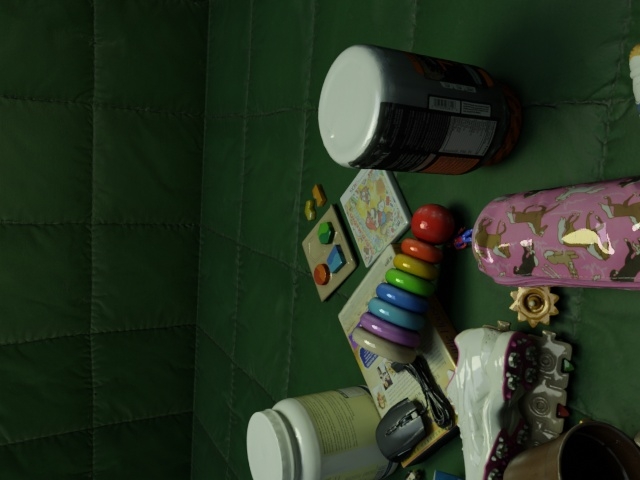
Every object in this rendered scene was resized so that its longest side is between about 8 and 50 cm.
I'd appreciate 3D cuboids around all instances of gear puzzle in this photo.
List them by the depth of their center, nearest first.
[{"bbox_3d":[0.361,0.231,0.967,0.175,0.044,0.338,9,98,40],"label":"gear puzzle"}]

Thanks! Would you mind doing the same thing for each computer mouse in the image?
[{"bbox_3d":[0.166,0.369,1.182,0.262,0.060,0.184,-57,45,43],"label":"computer mouse"}]

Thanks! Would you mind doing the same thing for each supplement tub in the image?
[{"bbox_3d":[0.185,-0.225,0.977,0.207,0.338,0.207,2,93,60],"label":"supplement tub"},{"bbox_3d":[0.007,0.493,1.322,0.235,0.325,0.235,3,93,60],"label":"supplement tub"}]

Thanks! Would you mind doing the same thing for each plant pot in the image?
[{"bbox_3d":[0.374,0.372,0.813,0.165,0.167,0.167,125,135,-56],"label":"plant pot"}]

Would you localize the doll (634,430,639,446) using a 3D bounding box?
[{"bbox_3d":[0.506,0.226,0.735,0.129,0.046,0.189,54,135,43],"label":"doll"}]

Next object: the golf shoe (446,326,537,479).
[{"bbox_3d":[0.284,0.298,0.946,0.140,0.115,0.306,11,91,48],"label":"golf shoe"}]

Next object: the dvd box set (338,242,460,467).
[{"bbox_3d":[0.196,0.260,1.252,0.307,0.062,0.420,-61,41,40],"label":"dvd box set"}]

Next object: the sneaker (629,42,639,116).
[{"bbox_3d":[0.532,-0.199,0.646,0.296,0.112,0.131,15,122,60],"label":"sneaker"}]

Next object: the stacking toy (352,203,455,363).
[{"bbox_3d":[0.184,0.079,1.125,0.141,0.141,0.330,20,89,58],"label":"stacking toy"}]

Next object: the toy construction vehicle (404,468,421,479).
[{"bbox_3d":[0.232,0.572,1.237,0.086,0.035,0.098,44,131,36],"label":"toy construction vehicle"}]

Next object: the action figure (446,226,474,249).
[{"bbox_3d":[0.298,-0.006,1.103,0.115,0.030,0.038,-35,65,58],"label":"action figure"}]

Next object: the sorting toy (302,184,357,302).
[{"bbox_3d":[0.000,0.000,1.597,0.229,0.041,0.307,-54,47,46],"label":"sorting toy"}]

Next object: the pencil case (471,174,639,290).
[{"bbox_3d":[0.407,-0.004,0.786,0.386,0.167,0.160,-1,111,60],"label":"pencil case"}]

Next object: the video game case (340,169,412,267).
[{"bbox_3d":[0.136,-0.078,1.377,0.206,0.026,0.227,-53,47,47],"label":"video game case"}]

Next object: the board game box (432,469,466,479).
[{"bbox_3d":[0.220,0.663,1.018,0.308,0.086,0.301,-42,-38,-70],"label":"board game box"}]

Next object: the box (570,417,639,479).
[{"bbox_3d":[0.459,0.352,0.841,0.136,0.028,0.081,34,120,52],"label":"box"}]
